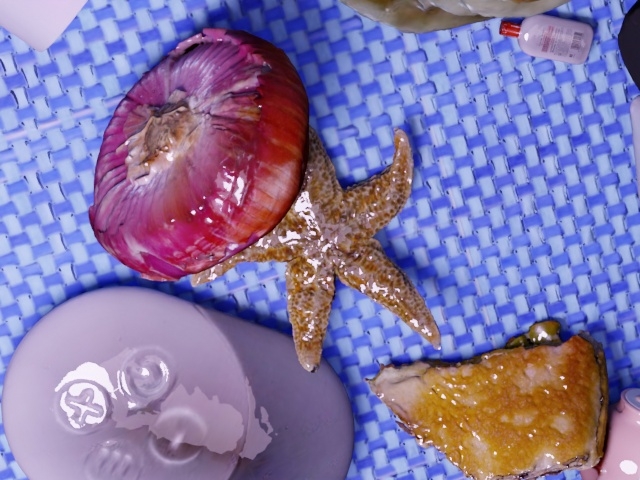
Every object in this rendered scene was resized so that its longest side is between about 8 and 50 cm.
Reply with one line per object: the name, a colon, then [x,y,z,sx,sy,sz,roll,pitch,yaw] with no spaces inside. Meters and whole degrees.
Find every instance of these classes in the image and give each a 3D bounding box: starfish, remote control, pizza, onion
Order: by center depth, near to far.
onion: [-0.087,-0.061,1.620,0.230,0.230,0.163,-48,134,11]
starfish: [0.000,0.000,1.717,0.235,0.062,0.277,-36,99,0]
remote control: [-0.128,0.166,1.751,0.332,0.103,0.221,19,102,-15]
pizza: [0.166,0.162,1.789,0.226,0.069,0.147,-15,70,1]

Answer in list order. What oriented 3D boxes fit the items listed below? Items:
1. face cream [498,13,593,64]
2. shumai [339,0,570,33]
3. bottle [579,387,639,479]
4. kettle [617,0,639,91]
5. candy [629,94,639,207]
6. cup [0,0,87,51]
face cream: [0.201,-0.183,1.707,0.083,0.021,0.040,10,109,-11]
shumai: [0.148,-0.318,1.491,0.397,0.323,0.324,-38,112,6]
bottle: [0.357,0.220,1.821,0.236,0.147,0.148,14,108,-4]
kettle: [0.398,-0.231,1.631,0.251,0.207,0.271,43,74,-3]
candy: [0.372,-0.079,1.742,0.174,0.071,0.138,-10,103,-4]
cup: [-0.282,-0.335,1.465,0.371,0.253,0.253,32,103,-15]
